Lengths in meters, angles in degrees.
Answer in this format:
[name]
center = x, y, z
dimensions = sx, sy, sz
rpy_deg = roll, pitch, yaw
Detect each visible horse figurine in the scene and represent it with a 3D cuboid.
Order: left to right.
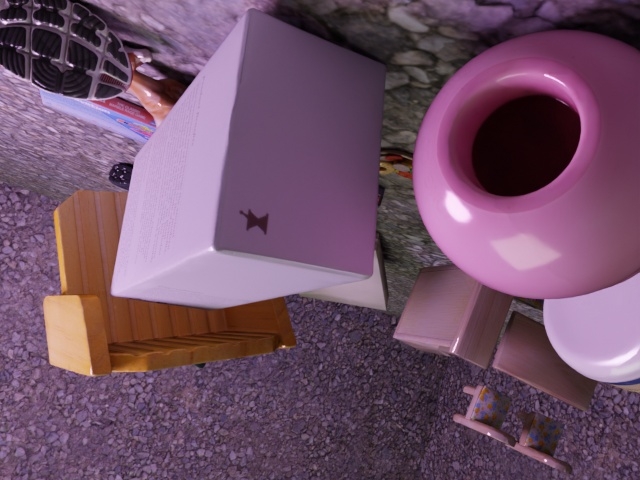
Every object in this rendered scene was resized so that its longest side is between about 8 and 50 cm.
[horse figurine]
center = -0.182, -0.175, 0.815
dimensions = 0.175, 0.066, 0.263
rpy_deg = 10, 167, 5

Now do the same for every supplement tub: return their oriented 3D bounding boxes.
[supplement tub]
center = 0.507, 0.117, 0.800
dimensions = 0.316, 0.228, 0.228
rpy_deg = 20, 170, -19

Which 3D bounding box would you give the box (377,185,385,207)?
[box]
center = -0.004, -0.106, 0.981
dimensions = 0.207, 0.036, 0.114
rpy_deg = 22, 169, -29

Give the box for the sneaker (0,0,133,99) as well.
[sneaker]
center = -0.348, -0.245, 0.690
dimensions = 0.279, 0.107, 0.118
rpy_deg = 20, -172, 1

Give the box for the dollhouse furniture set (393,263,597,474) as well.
[dollhouse furniture set]
center = 0.379, 0.195, 1.066
dimensions = 0.394, 0.362, 0.256
rpy_deg = 27, 169, -11

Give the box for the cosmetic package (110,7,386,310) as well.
[cosmetic package]
center = -0.119, -0.048, 0.702
dimensions = 0.162, 0.229, 0.453
rpy_deg = 13, 165, -27

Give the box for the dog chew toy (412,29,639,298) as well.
[dog chew toy]
center = 0.222, -0.043, 0.514
dimensions = 0.207, 0.206, 0.332
rpy_deg = 10, 176, 36

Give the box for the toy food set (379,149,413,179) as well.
[toy food set]
center = 0.111, -0.108, 0.823
dimensions = 0.083, 0.020, 0.082
rpy_deg = 18, 170, -2

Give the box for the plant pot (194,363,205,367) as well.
[plant pot]
center = -0.293, 0.094, 1.511
dimensions = 0.341, 0.334, 0.341
rpy_deg = 48, 173, 8

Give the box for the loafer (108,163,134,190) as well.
[loafer]
center = -0.423, -0.140, 1.415
dimensions = 0.223, 0.076, 0.078
rpy_deg = 17, 177, 26

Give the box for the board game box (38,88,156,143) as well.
[board game box]
center = -0.339, -0.210, 0.997
dimensions = 0.281, 0.027, 0.145
rpy_deg = 20, 171, -21

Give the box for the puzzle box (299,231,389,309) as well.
[puzzle box]
center = 0.039, 0.075, 1.540
dimensions = 0.272, 0.052, 0.409
rpy_deg = 9, 155, 14

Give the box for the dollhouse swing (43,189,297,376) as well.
[dollhouse swing]
center = -0.264, 0.047, 0.990
dimensions = 0.347, 0.304, 0.315
rpy_deg = 1, 174, -39
